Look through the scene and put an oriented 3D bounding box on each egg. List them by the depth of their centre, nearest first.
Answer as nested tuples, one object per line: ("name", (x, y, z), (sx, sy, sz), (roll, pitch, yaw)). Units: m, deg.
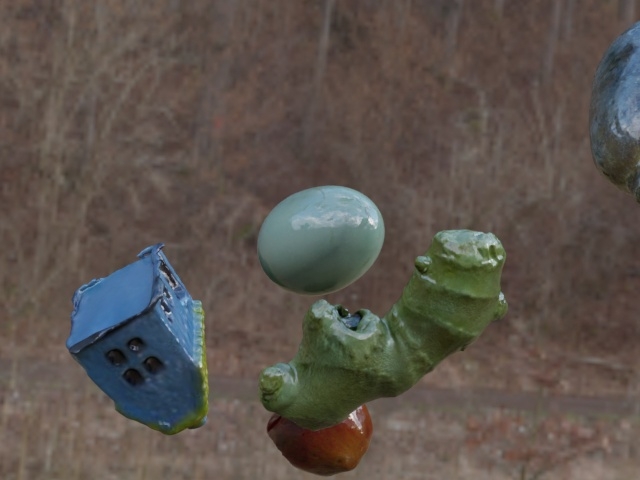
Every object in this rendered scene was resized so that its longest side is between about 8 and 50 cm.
("egg", (0.000, 0.000, 2.070), (0.168, 0.168, 0.231), (9, -22, -44))

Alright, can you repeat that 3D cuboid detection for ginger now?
("ginger", (0.062, 0.092, 1.292), (0.290, 0.137, 0.089), (-28, 20, 15))

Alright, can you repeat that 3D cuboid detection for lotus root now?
("lotus root", (0.431, -0.172, 1.721), (0.175, 0.349, 0.175), (13, -44, 13))

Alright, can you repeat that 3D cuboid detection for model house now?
("model house", (-0.310, 0.203, 2.443), (0.215, 0.303, 0.237), (-26, 28, 9))

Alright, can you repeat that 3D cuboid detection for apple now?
("apple", (0.007, 0.304, 2.164), (0.158, 0.156, 0.147), (35, -41, -5))
